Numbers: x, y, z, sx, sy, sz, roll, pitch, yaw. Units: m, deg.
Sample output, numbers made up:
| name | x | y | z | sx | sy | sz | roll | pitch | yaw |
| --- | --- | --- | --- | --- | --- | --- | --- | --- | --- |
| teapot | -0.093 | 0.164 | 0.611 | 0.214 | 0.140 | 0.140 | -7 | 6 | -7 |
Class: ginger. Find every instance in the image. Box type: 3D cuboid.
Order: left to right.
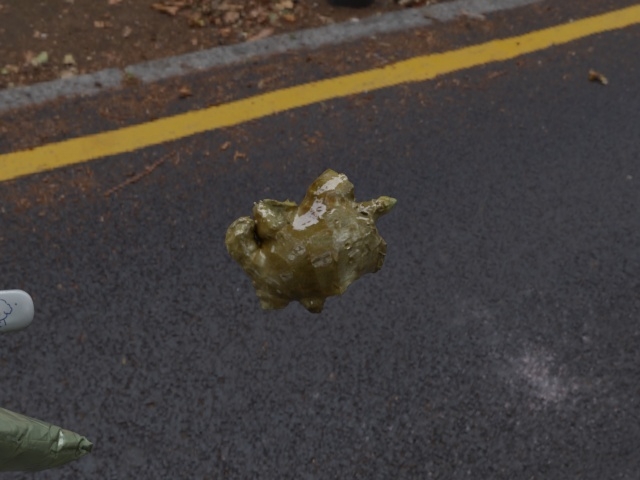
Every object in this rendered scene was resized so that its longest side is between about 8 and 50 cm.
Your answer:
| name | x | y | z | sx | sy | sz | roll | pitch | yaw |
| --- | --- | --- | --- | --- | --- | --- | --- | --- | --- |
| ginger | 0.000 | 0.000 | 0.893 | 0.216 | 0.102 | 0.157 | -28 | 93 | -9 |

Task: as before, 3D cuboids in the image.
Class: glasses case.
| name | x | y | z | sx | sy | sz | roll | pitch | yaw |
| --- | --- | --- | --- | --- | --- | --- | --- | --- | --- |
| glasses case | -0.592 | 0.127 | 1.228 | 0.197 | 0.049 | 0.076 | -3 | 84 | -32 |

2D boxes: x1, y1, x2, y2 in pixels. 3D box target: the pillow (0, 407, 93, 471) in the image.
| name | x | y | z | sx | sy | sz | roll | pitch | yaw |
| --- | --- | --- | --- | --- | --- | --- | --- | --- | --- |
| pillow | -0.437 | 0.199 | 0.776 | 0.280 | 0.274 | 0.076 | 7 | 73 | 16 |
